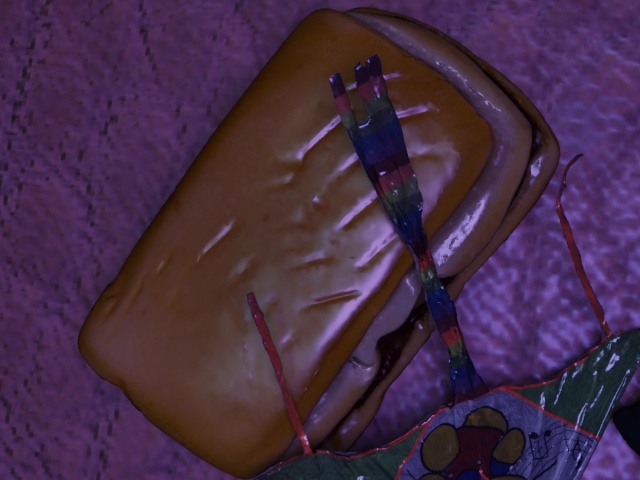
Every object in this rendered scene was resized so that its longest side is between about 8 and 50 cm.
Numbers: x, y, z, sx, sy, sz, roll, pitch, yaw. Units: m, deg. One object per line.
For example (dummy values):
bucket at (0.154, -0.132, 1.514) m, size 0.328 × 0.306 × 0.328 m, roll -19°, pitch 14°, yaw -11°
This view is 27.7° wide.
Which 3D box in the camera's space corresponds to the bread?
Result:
bread at (0.000, 0.000, 0.529) m, size 0.116 × 0.077 × 0.200 m, roll 37°, pitch 92°, yaw 15°

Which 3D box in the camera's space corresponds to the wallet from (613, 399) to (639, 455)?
wallet at (0.292, 0.106, 0.442) m, size 0.323 × 0.041 × 0.247 m, roll 41°, pitch 131°, yaw 7°

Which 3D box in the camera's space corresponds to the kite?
kite at (0.055, 0.043, 0.503) m, size 0.198 × 0.006 × 0.244 m, roll -22°, pitch 111°, yaw -17°
